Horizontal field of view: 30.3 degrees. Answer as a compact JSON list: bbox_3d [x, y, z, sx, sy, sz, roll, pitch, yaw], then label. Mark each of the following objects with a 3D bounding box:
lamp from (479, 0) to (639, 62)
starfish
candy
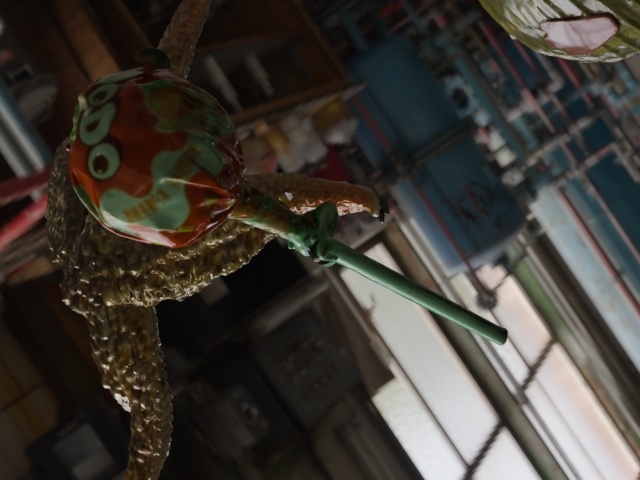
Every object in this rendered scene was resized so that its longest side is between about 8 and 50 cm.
[{"bbox_3d":[0.269,-0.307,1.104,0.284,0.250,0.250,-51,173,21],"label":"lamp"},{"bbox_3d":[-0.139,-0.003,1.067,0.384,0.398,0.132,-43,143,21],"label":"starfish"},{"bbox_3d":[0.000,0.000,0.380,0.049,0.185,0.055,-25,-131,43],"label":"candy"}]
